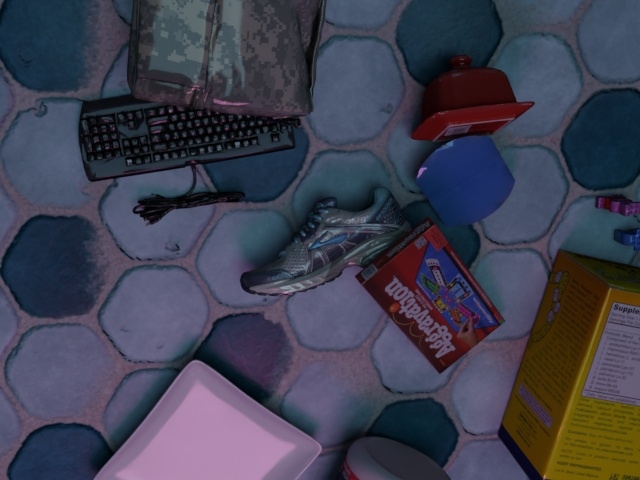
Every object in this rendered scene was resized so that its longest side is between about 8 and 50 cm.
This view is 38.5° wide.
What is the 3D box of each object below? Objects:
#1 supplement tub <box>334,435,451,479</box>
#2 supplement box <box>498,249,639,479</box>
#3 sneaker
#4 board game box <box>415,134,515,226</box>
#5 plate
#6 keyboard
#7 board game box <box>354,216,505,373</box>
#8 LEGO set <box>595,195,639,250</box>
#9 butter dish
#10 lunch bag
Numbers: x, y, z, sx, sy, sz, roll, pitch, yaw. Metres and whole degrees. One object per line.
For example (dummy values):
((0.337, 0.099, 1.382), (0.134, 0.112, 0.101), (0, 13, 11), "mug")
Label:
((0.088, 0.484, 1.520), (0.191, 0.191, 0.272), (20, 101, -15), "supplement tub")
((0.461, 0.223, 1.512), (0.194, 0.195, 0.356), (12, 104, -13), "supplement box")
((0.000, 0.000, 1.427), (0.283, 0.110, 0.122), (-21, 96, -11), "sneaker")
((0.228, -0.102, 1.457), (0.133, 0.033, 0.168), (-32, 127, 10), "board game box")
((-0.186, 0.363, 1.514), (0.277, 0.045, 0.278), (38, 96, -18), "plate")
((-0.195, -0.131, 1.379), (0.317, 0.033, 0.201), (-10, 107, -6), "keyboard")
((0.181, 0.095, 1.460), (0.145, 0.027, 0.281), (-39, 130, 3), "board game box")
((0.579, -0.024, 1.515), (0.227, 0.093, 0.087), (-2, 106, -10), "LEGO set")
((0.219, -0.221, 1.382), (0.160, 0.160, 0.118), (-8, 84, -9), "butter dish")
((-0.117, -0.316, 1.242), (0.256, 0.212, 0.305), (8, 103, -7), "lunch bag")
